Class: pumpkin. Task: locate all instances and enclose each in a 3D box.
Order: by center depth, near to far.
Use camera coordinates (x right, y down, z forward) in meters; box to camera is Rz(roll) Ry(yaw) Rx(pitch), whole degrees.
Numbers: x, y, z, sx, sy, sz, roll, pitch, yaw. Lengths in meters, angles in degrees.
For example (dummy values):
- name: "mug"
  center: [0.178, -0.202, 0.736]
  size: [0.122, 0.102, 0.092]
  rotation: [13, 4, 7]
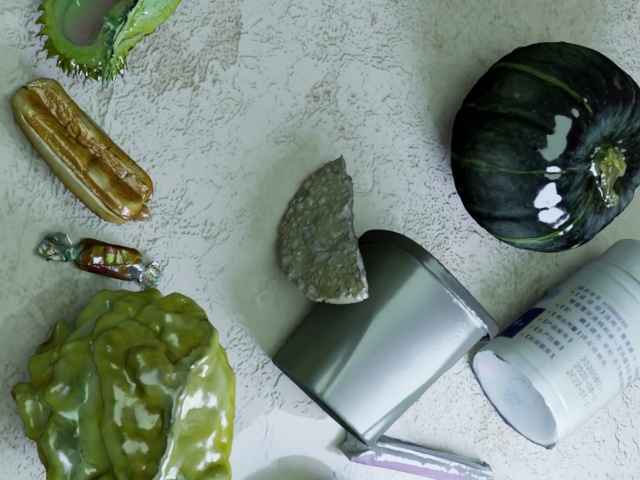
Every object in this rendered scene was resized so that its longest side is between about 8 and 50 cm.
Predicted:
- name: "pumpkin"
  center: [0.349, -0.142, 1.949]
  size: [0.323, 0.241, 0.323]
  rotation: [-10, 107, -36]

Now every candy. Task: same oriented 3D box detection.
- name: "candy"
  center: [-0.297, 0.027, 1.767]
  size: [0.182, 0.046, 0.053]
  rotation: [17, 87, -26]

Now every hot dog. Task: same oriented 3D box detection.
- name: "hot dog"
  center: [-0.320, -0.109, 1.731]
  size: [0.249, 0.076, 0.102]
  rotation: [46, 46, -12]

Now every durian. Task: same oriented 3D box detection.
- name: "durian"
  center: [-0.242, -0.357, 1.707]
  size: [0.158, 0.169, 0.352]
  rotation: [44, 76, -20]

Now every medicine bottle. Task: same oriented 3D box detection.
- name: "medicine bottle"
  center: [0.422, 0.156, 2.023]
  size: [0.332, 0.190, 0.190]
  rotation: [-35, 106, -19]

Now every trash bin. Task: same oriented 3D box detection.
- name: "trash bin"
  center: [0.082, 0.145, 1.859]
  size: [0.220, 0.219, 0.250]
  rotation: [45, 81, -18]

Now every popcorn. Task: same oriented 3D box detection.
- name: "popcorn"
  center: [-0.248, 0.218, 1.663]
  size: [0.312, 0.312, 0.312]
  rotation: [-1, 93, -25]

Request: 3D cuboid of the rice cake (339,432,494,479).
- name: "rice cake"
  center: [0.154, 0.340, 1.983]
  size: [0.270, 0.055, 0.049]
  rotation: [17, 90, -26]

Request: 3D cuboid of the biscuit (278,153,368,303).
- name: "biscuit"
  center: [-0.003, -0.002, 1.841]
  size: [0.032, 0.133, 0.250]
  rotation: [43, 31, -47]
